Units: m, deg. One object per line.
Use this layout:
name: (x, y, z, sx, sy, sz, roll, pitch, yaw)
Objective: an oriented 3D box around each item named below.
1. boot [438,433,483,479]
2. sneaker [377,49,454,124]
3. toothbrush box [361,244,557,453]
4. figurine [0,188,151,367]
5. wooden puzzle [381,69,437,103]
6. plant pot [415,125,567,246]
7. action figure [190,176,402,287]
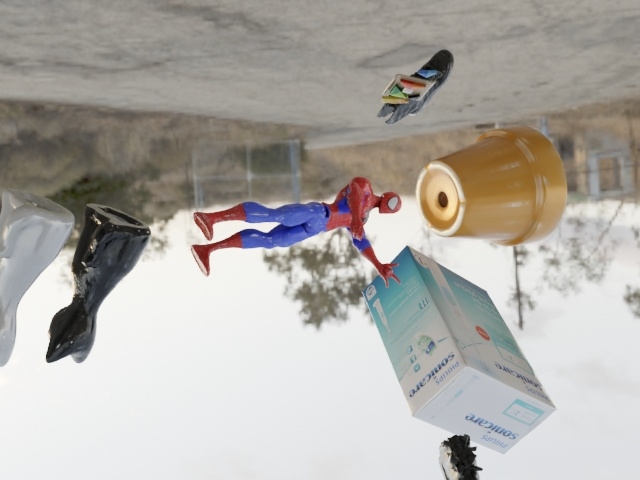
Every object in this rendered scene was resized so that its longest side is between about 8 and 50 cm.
boot: (0.153, 0.277, 0.844, 0.045, 0.121, 0.099, -5, -150, -10)
sneaker: (0.179, -0.290, 1.486, 0.051, 0.170, 0.089, 46, -158, 28)
toothbrush box: (0.218, 0.175, 1.296, 0.216, 0.126, 0.295, 29, -155, -30)
figurine: (-0.326, 0.058, 0.955, 0.092, 0.209, 0.215, 25, -174, 28)
wooden puzzle: (0.146, -0.251, 1.308, 0.078, 0.014, 0.116, 3, 163, -8)
plant pot: (0.271, -0.082, 1.328, 0.188, 0.205, 0.205, -10, -169, -28)
action figure: (0.000, 0.000, 0.960, 0.280, 0.091, 0.139, -17, -129, -28)
